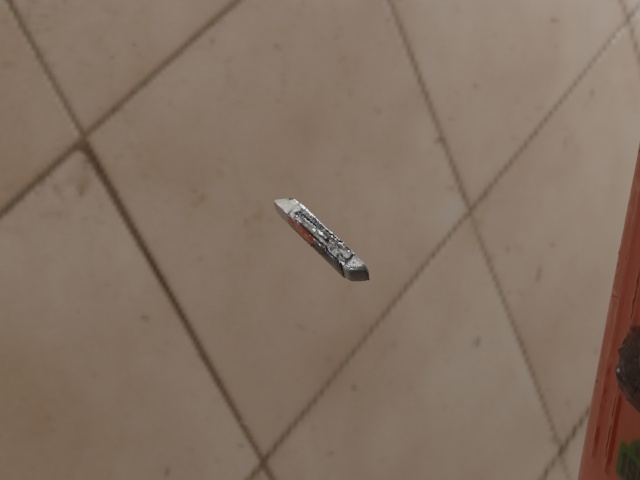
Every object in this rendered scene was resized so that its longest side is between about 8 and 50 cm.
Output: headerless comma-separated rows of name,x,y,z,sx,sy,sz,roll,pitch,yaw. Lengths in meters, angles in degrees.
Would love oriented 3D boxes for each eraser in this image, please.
eraser,0.000,0.000,1.109,0.019,0.099,0.027,-40,157,-13

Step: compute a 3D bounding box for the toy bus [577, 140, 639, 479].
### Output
toy bus,0.269,0.080,0.737,0.233,0.203,0.427,0,110,-17
